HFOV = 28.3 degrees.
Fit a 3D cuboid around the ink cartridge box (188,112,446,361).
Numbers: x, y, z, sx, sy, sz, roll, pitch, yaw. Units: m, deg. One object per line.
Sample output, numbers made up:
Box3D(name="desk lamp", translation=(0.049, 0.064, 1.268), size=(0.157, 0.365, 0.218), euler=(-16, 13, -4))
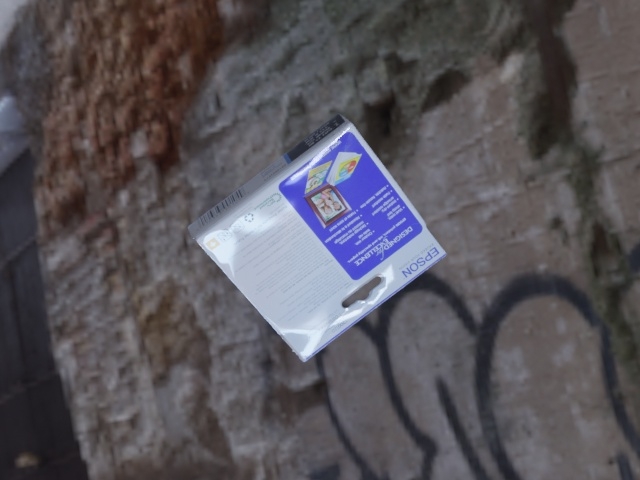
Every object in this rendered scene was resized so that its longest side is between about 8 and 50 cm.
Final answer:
Box3D(name="ink cartridge box", translation=(0.000, 0.000, 1.373), size=(0.206, 0.208, 0.045), euler=(-37, -150, 3))
